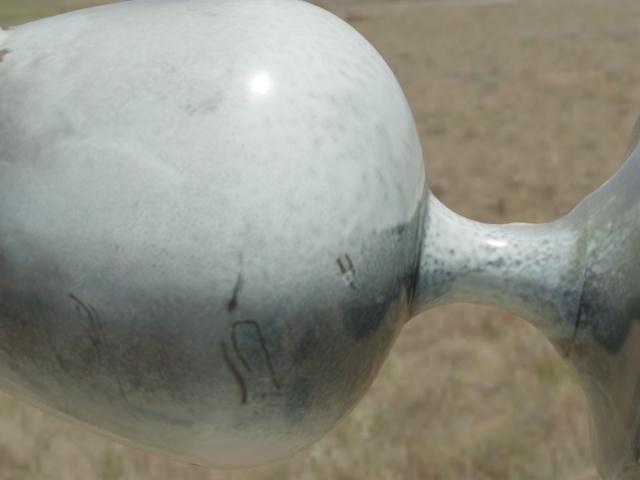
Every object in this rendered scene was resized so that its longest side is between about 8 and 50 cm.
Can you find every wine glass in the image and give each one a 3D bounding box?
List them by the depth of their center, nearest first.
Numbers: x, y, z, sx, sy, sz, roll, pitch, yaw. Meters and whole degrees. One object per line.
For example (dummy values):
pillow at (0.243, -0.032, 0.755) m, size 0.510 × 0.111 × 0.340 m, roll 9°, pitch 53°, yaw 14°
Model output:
wine glass at (0.000, 0.000, 0.843) m, size 0.323 × 0.238 × 0.238 m, roll 6°, pitch 9°, yaw 0°
